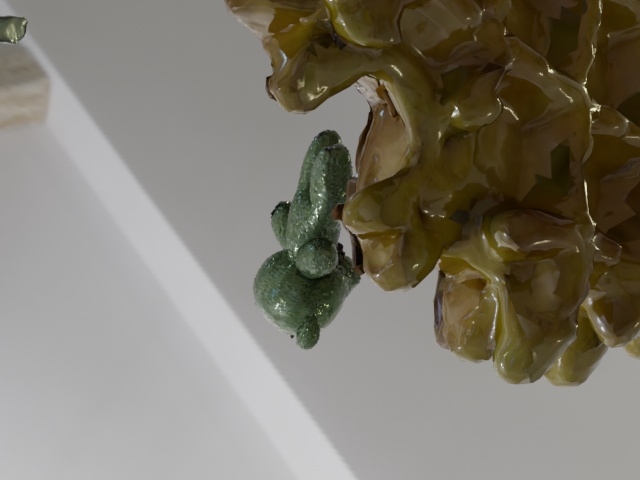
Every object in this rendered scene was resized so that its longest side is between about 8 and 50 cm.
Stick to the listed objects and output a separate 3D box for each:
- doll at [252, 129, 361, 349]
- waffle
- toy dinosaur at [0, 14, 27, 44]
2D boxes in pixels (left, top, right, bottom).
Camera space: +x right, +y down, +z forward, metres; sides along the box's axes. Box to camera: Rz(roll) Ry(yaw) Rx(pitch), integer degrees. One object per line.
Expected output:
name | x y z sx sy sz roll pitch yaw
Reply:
doll | 0.000 0.000 0.911 0.077 0.150 0.115 5 -161 -22
waffle | 0.087 -0.089 0.415 0.293 0.069 0.260 -33 -74 -44
toy dinosaur | -0.227 -0.132 0.678 0.167 0.053 0.242 -3 -151 8
